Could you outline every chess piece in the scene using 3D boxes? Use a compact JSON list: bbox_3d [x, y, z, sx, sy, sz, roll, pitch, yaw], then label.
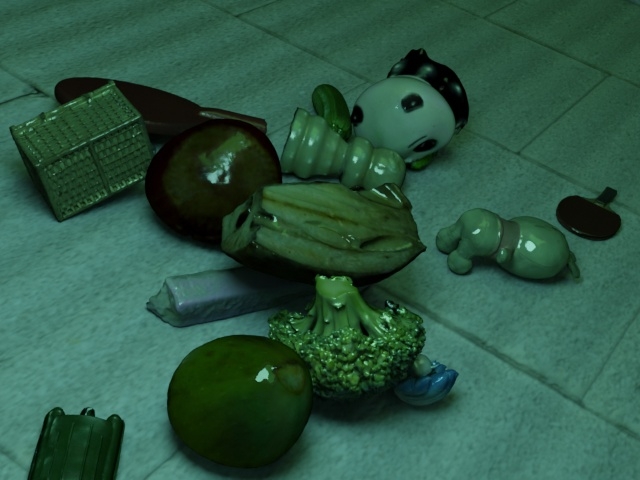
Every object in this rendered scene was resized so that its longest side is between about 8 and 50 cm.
[{"bbox_3d":[0.048,-0.159,1.834,0.243,0.133,0.133,18,35,-2],"label":"chess piece"}]

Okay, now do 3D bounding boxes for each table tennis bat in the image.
[{"bbox_3d":[-0.309,-0.255,1.859,0.414,0.051,0.268,10,21,-16],"label":"table tennis bat"},{"bbox_3d":[0.568,-0.062,1.975,0.130,0.019,0.220,30,39,21],"label":"table tennis bat"}]

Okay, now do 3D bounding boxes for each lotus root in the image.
[{"bbox_3d":[-0.003,0.001,1.476,0.314,0.142,0.210,8,52,-26],"label":"lotus root"}]

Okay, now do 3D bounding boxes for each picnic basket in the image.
[{"bbox_3d":[-0.402,-0.160,1.607,0.196,0.134,0.154,-30,49,-18],"label":"picnic basket"}]

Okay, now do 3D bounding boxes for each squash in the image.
[{"bbox_3d":[0.025,-0.265,2.012,0.077,0.068,0.219,21,32,-20],"label":"squash"}]

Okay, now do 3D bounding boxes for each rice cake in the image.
[{"bbox_3d":[-0.079,0.069,1.518,0.399,0.064,0.070,-10,49,-31],"label":"rice cake"}]

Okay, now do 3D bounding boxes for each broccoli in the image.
[{"bbox_3d":[0.028,0.140,1.363,0.198,0.176,0.226,-16,50,-35],"label":"broccoli"}]

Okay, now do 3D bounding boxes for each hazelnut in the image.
[{"bbox_3d":[-0.182,-0.097,1.604,0.229,0.230,0.229,10,35,-7],"label":"hazelnut"}]

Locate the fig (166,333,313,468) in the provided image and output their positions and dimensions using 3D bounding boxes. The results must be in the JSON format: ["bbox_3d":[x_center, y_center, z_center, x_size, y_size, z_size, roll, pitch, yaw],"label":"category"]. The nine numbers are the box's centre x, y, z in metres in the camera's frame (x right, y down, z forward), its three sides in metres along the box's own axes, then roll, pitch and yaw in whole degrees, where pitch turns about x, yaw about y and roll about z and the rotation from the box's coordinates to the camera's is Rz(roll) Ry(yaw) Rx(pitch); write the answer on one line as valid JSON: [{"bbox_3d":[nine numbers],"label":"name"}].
[{"bbox_3d":[-0.097,0.204,1.239,0.181,0.191,0.181,27,48,-34],"label":"fig"}]

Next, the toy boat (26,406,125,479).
[{"bbox_3d":[-0.300,0.280,1.157,0.104,0.052,0.210,10,36,-11],"label":"toy boat"}]

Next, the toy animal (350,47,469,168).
[{"bbox_3d":[0.186,-0.253,1.952,0.212,0.213,0.267,25,40,14],"label":"toy animal"}]

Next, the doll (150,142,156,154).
[{"bbox_3d":[-0.372,-0.184,1.761,0.104,0.062,0.194,20,15,-42],"label":"doll"}]

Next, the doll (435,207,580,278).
[{"bbox_3d":[0.353,0.006,1.720,0.274,0.113,0.155,6,33,-11],"label":"doll"}]

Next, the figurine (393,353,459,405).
[{"bbox_3d":[0.156,0.202,1.404,0.114,0.114,0.079,-9,85,-30],"label":"figurine"}]
